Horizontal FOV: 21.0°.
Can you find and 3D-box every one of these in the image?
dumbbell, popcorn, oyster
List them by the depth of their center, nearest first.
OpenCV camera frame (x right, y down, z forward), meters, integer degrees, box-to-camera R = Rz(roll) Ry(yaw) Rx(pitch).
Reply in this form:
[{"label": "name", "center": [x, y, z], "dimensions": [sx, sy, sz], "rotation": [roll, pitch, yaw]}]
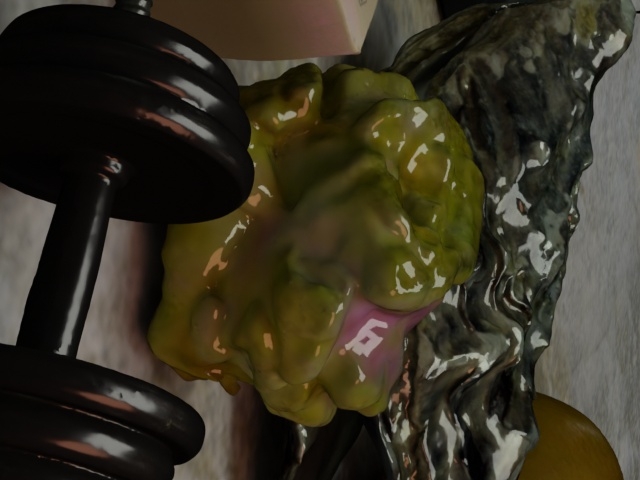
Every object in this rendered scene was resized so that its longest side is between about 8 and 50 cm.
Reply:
[{"label": "dumbbell", "center": [-0.074, 0.011, 0.504], "dimensions": [0.099, 0.099, 0.209], "rotation": [52, 46, -63]}, {"label": "popcorn", "center": [0.000, 0.000, 0.684], "dimensions": [0.126, 0.126, 0.145], "rotation": [48, 56, -73]}, {"label": "oyster", "center": [0.062, 0.009, 0.849], "dimensions": [0.351, 0.158, 0.162], "rotation": [-63, -172, -20]}]

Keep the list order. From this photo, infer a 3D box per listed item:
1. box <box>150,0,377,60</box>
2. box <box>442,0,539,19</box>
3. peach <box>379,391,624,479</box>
[{"label": "box", "center": [-0.030, -0.193, 0.594], "dimensions": [0.212, 0.095, 0.168], "rotation": [69, 34, -50]}, {"label": "box", "center": [0.119, -0.236, 1.064], "dimensions": [0.160, 0.050, 0.230], "rotation": [73, 29, -48]}, {"label": "peach", "center": [0.096, 0.201, 0.970], "dimensions": [0.251, 0.153, 0.251], "rotation": [4, 90, -78]}]
